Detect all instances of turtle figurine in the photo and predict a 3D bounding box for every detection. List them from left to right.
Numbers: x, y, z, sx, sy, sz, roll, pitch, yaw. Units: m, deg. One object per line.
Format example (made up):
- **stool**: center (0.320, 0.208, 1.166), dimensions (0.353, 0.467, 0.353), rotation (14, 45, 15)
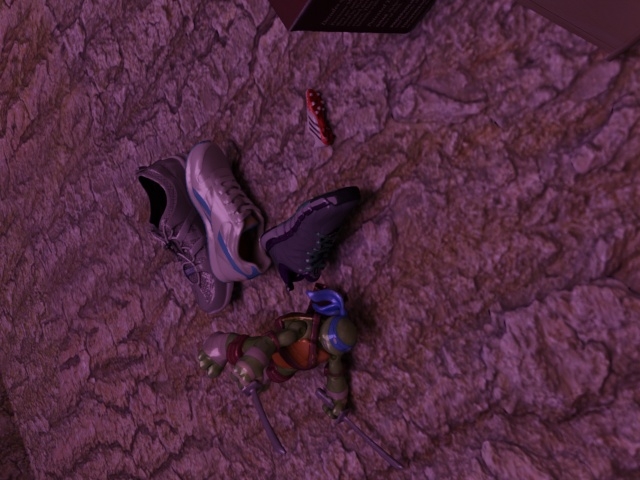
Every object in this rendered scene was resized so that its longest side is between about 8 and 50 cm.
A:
- **turtle figurine**: center (-0.057, 0.210, 1.078), dimensions (0.266, 0.198, 0.274), rotation (-13, 87, 51)

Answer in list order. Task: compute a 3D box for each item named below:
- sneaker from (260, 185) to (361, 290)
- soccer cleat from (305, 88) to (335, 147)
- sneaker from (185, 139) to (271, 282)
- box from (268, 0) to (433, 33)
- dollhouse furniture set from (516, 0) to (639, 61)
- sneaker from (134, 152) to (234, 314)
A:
- **sneaker**: center (0.000, 0.000, 1.051), dimensions (0.224, 0.083, 0.098), rotation (-33, 77, 56)
- **soccer cleat**: center (-0.008, -0.168, 1.047), dimensions (0.036, 0.029, 0.083), rotation (-19, 91, 43)
- **sneaker**: center (-0.140, -0.049, 1.184), dimensions (0.092, 0.087, 0.228), rotation (-10, 100, 40)
- **box**: center (0.039, -0.344, 0.824), dimensions (0.167, 0.203, 0.168), rotation (-46, 66, 43)
- **dollhouse furniture set**: center (0.246, -0.375, 0.674), dimensions (0.286, 0.198, 0.303), rotation (-39, 48, 42)
- **sneaker**: center (-0.235, -0.005, 1.262), dimensions (0.105, 0.115, 0.281), rotation (-30, 79, 46)
